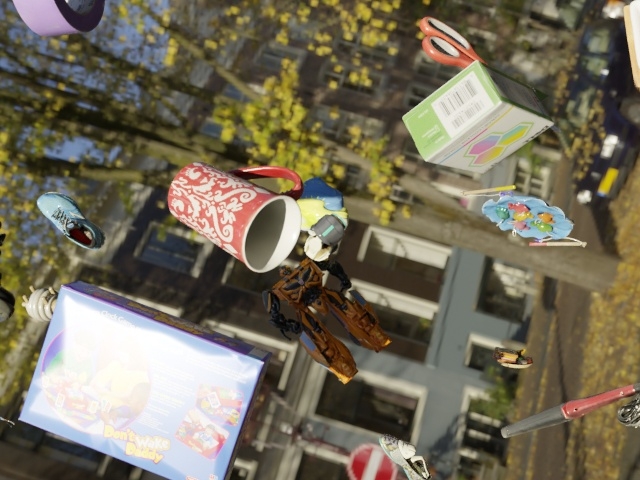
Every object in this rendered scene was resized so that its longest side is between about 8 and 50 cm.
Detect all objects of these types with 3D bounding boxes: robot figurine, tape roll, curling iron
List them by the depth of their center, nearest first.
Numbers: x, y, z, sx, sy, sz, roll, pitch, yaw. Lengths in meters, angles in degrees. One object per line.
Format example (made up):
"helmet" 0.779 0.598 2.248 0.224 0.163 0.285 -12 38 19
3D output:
"curling iron" 0.402 0.278 1.402 0.274 0.035 0.068 -21 49 38
"tape roll" -0.466 -0.461 1.578 0.189 0.080 0.189 -4 -90 -72
"robot figurine" 0.011 0.161 1.975 0.211 0.291 0.085 -41 -6 -15

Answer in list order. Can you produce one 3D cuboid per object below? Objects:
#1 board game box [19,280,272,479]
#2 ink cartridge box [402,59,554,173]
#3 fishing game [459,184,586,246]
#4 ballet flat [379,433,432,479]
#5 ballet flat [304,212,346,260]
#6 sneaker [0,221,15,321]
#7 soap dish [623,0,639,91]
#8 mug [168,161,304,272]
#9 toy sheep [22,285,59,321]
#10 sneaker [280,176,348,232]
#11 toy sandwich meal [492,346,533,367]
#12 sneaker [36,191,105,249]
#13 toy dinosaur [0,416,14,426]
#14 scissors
"board game box" -0.280 0.234 1.428 0.078 0.347 0.233 -26 -44 -81
"ink cartridge box" 0.199 -0.136 1.043 0.109 0.062 0.209 -36 -22 28
"fishing game" 0.414 -0.037 1.777 0.264 0.189 0.041 33 -113 -38
"ballet flat" 0.136 0.333 1.362 0.041 0.114 0.041 -32 21 14
"ballet flat" 0.000 0.000 1.722 0.203 0.074 0.074 121 167 -75
"sneaker" -0.425 0.023 1.078 0.087 0.227 0.130 42 -110 -40
"soap dish" 0.802 -0.419 1.870 0.118 0.291 0.229 57 -149 -54
"mug" -0.113 -0.044 1.258 0.150 0.169 0.113 -24 -50 -44
"toy sheep" -0.677 0.155 2.169 0.091 0.132 0.091 -17 -70 -61
"sneaker" -0.054 -0.085 2.012 0.091 0.240 0.126 113 165 -53
"toy sandwich meal" 0.395 0.237 1.821 0.085 0.085 0.029 -51 -35 -79
"sneaker" -0.514 -0.041 1.828 0.063 0.162 0.073 -51 8 4
"toy dinosaur" -0.633 0.348 1.685 0.047 0.090 0.082 -61 22 2
"scissors" 0.293 -0.285 1.513 0.021 0.297 0.109 -53 14 39
